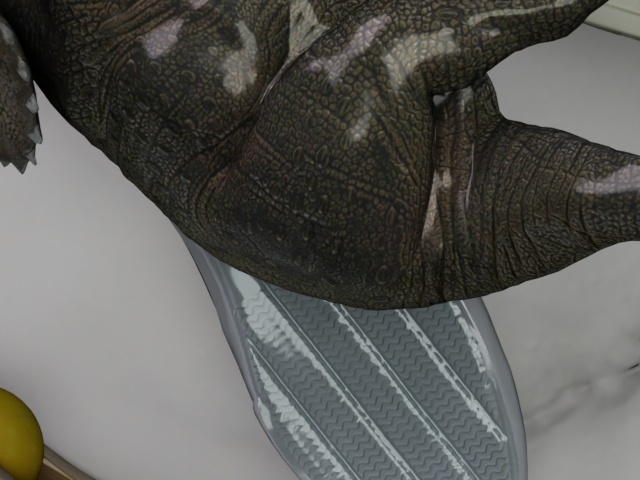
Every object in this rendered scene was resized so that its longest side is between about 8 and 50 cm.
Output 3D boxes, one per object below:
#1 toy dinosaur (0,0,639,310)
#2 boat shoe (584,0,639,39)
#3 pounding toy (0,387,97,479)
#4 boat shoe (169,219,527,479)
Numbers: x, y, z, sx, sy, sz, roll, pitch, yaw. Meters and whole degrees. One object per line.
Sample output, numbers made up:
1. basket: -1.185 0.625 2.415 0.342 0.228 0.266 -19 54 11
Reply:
1. toy dinosaur: -0.010 -0.053 0.538 0.313 0.121 0.160 27 111 0
2. boat shoe: 0.284 -0.088 0.589 0.500 0.187 0.156 17 98 1
3. pounding toy: -0.047 0.144 0.591 0.269 0.155 0.154 43 93 -7
4. boat shoe: 0.000 0.000 0.625 0.083 0.076 0.226 -29 93 13
